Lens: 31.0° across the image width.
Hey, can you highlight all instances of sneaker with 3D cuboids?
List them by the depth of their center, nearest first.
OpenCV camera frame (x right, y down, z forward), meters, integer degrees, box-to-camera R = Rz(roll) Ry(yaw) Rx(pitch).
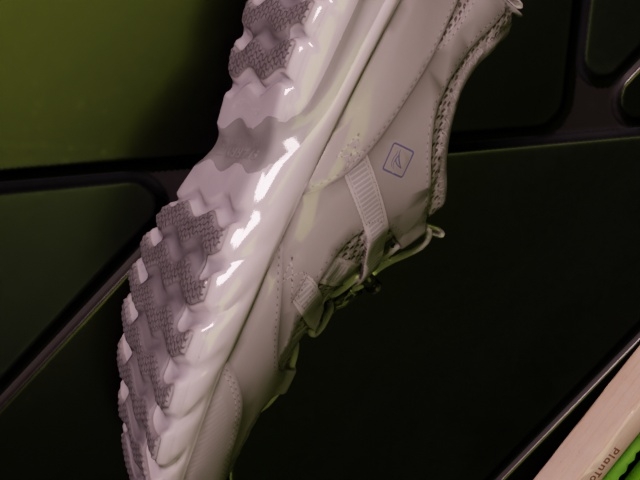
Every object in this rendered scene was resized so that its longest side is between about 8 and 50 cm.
[{"bbox_3d":[0.000,0.000,0.485,0.115,0.105,0.281,19,104,-26],"label":"sneaker"}]

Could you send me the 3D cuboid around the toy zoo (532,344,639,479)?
[{"bbox_3d":[0.247,0.184,0.698,0.293,0.030,0.192,32,99,-29],"label":"toy zoo"}]
